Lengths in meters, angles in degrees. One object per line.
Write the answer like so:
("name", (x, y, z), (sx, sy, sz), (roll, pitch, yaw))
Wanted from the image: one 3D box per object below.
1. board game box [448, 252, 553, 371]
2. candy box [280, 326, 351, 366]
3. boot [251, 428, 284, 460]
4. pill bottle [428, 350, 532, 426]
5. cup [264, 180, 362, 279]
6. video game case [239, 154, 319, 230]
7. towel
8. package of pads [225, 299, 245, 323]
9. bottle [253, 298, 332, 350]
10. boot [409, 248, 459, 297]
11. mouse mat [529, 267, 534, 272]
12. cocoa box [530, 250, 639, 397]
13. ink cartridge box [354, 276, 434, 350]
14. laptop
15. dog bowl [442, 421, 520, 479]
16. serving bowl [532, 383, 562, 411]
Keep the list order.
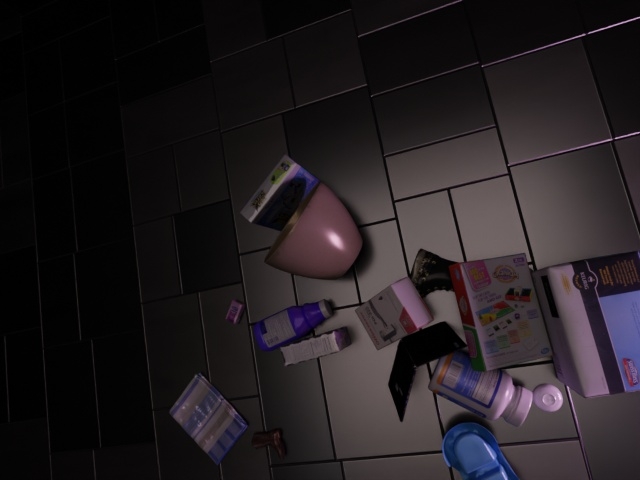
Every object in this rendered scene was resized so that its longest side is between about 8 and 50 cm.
("board game box", (0.538, 0.208, 1.306), (0.243, 0.064, 0.316), (-6, 78, -16))
("candy box", (-0.012, 0.357, 1.478), (0.197, 0.165, 0.070), (-20, 79, 14))
("boot", (-0.189, 0.737, 1.555), (0.114, 0.037, 0.106), (-17, 65, 12))
("pill bottle", (0.481, 0.445, 1.320), (0.272, 0.152, 0.152), (23, 91, 18))
("cup", (0.000, 0.000, 1.465), (0.237, 0.331, 0.331), (34, 95, -8))
("video game case", (-0.132, -0.154, 1.522), (0.061, 0.269, 0.244), (42, 97, 15))
("towel", (-0.427, 0.669, 1.641), (0.285, 0.034, 0.209), (39, 96, 18))
("package of pads", (-0.324, 0.271, 1.657), (0.050, 0.032, 0.083), (22, 90, 21))
("bottle", (-0.096, 0.294, 1.550), (0.283, 0.092, 0.118), (-27, 72, 12))
("boot", (0.376, 0.159, 1.424), (0.179, 0.085, 0.236), (15, 90, 16))
("mouse mat", (0.643, 0.198, 1.375), (0.189, 0.007, 0.152), (-46, 73, 8))
("cocoa box", (0.767, 0.224, 1.211), (0.228, 0.231, 0.346), (-13, 80, 12))
("ink cartridge box", (0.230, 0.238, 1.397), (0.158, 0.092, 0.218), (60, 142, 15))
("laptop", (0.318, 0.392, 1.343), (0.137, 0.234, 0.264), (13, 96, -1))
("dog bowl", (0.495, 0.695, 1.327), (0.166, 0.074, 0.297), (-33, 74, 11))
("serving bowl", (0.688, 0.478, 1.316), (0.084, 0.027, 0.083), (-2, 83, 16))
